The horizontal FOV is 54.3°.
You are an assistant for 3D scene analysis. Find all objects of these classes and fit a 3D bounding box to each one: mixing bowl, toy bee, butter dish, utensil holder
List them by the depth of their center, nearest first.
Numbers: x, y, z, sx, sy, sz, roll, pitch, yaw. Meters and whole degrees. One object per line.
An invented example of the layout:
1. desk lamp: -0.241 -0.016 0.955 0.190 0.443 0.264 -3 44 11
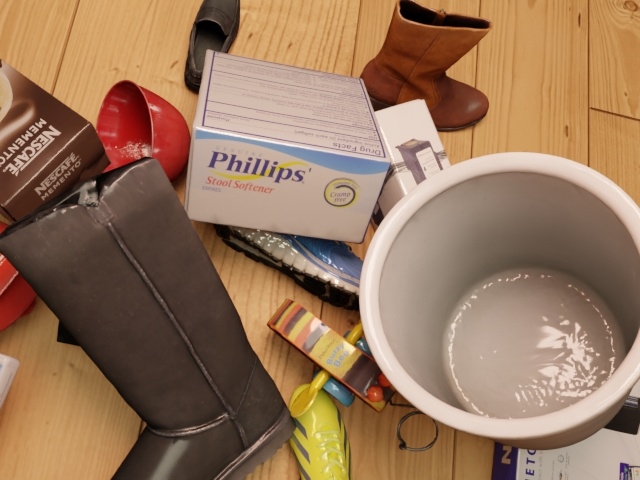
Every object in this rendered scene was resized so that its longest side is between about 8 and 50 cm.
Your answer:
1. utensil holder: 0.266 0.112 0.845 0.327 0.385 0.328 -8 67 20
2. butter dish: -0.456 0.068 0.885 0.160 0.118 0.160 17 66 36
3. toy bee: 0.056 0.177 0.893 0.298 0.162 0.195 17 76 3
4. mixing bowl: -0.266 -0.152 0.973 0.098 0.181 0.182 -3 73 -45

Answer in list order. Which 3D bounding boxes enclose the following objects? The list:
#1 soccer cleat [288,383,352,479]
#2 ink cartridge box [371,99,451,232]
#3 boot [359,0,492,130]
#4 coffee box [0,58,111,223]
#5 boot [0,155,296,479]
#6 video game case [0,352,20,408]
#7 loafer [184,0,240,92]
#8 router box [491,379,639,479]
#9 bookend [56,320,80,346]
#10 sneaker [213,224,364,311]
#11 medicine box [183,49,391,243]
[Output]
1. soccer cleat: 0.014 0.349 0.906 0.093 0.121 0.289 -5 71 -13
2. ink cartridge box: 0.143 -0.084 1.033 0.100 0.172 0.237 -16 79 -17
3. boot: 0.213 -0.297 1.051 0.264 0.280 0.096 15 72 -9
4. coffee box: -0.481 -0.162 0.907 0.297 0.119 0.168 34 69 10
5. boot: -0.254 0.166 0.776 0.367 0.146 0.445 -39 121 -30
6. video game case: -0.578 0.248 0.778 0.328 0.036 0.300 14 73 14
7. loafer: -0.183 -0.364 1.083 0.076 0.078 0.223 15 72 -9
8. router box: 0.456 0.283 1.053 0.301 0.082 0.336 14 72 -9
9. bookend: -0.324 0.049 0.928 0.072 0.156 0.157 13 28 -10
10. sneaker: 0.000 0.000 1.000 0.329 0.130 0.147 31 73 -3
11. medicine box: -0.059 -0.149 0.944 0.263 0.149 0.289 8 36 -11
